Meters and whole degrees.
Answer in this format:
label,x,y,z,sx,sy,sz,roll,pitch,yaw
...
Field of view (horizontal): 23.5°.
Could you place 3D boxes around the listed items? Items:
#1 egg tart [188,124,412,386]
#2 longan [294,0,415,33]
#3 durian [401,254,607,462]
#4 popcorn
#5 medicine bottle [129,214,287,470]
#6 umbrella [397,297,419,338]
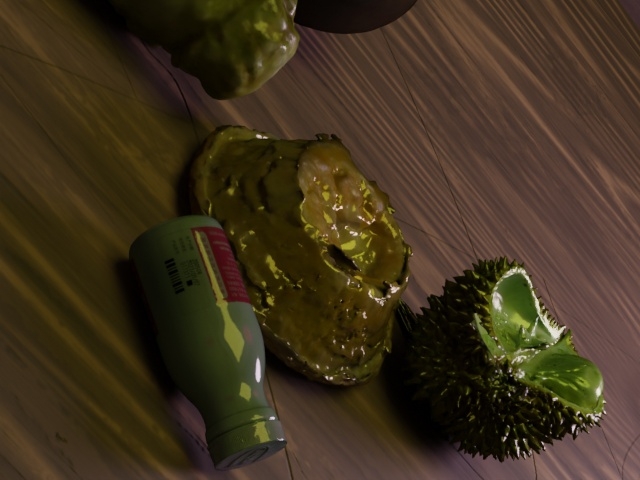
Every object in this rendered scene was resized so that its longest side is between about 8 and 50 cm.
label,x,y,z,sx,sy,sz,roll,pitch,yaw
egg tart,0.000,0.000,1.571,0.315,0.120,0.315,39,34,-33
longan,0.004,-0.385,1.841,0.300,0.243,0.300,60,9,-15
durian,0.190,0.138,1.679,0.237,0.176,0.200,42,22,-38
popcorn,-0.133,-0.299,1.608,0.286,0.174,0.225,50,21,-15
medicine bottle,-0.096,0.090,1.354,0.090,0.090,0.217,8,56,-55
umbrella,0.096,0.082,1.752,0.083,0.020,0.031,57,27,9
